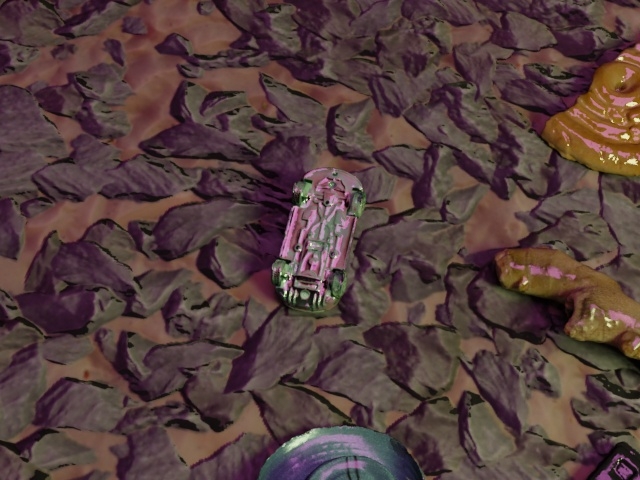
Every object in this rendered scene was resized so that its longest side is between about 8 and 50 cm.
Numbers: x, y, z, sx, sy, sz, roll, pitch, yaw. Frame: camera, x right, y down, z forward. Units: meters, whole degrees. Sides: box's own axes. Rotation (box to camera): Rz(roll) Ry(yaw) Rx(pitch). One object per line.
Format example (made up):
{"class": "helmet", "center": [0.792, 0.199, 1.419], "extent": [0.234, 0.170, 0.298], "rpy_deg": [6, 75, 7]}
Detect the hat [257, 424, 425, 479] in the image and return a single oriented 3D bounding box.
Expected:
{"class": "hat", "center": [0.027, 0.223, 0.777], "extent": [0.138, 0.078, 0.191], "rpy_deg": [-11, 60, -14]}

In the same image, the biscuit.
{"class": "biscuit", "center": [0.352, -0.139, 1.065], "extent": [0.224, 0.033, 0.144], "rpy_deg": [-35, 67, -23]}

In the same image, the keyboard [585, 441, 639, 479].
{"class": "keyboard", "center": [0.315, 0.268, 0.810], "extent": [0.230, 0.025, 0.094], "rpy_deg": [41, 65, 19]}

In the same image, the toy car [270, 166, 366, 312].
{"class": "toy car", "center": [0.000, 0.000, 0.929], "extent": [0.069, 0.055, 0.142], "rpy_deg": [10, 68, 10]}

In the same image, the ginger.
{"class": "ginger", "center": [0.280, 0.088, 0.892], "extent": [0.288, 0.075, 0.089], "rpy_deg": [39, 38, 23]}
